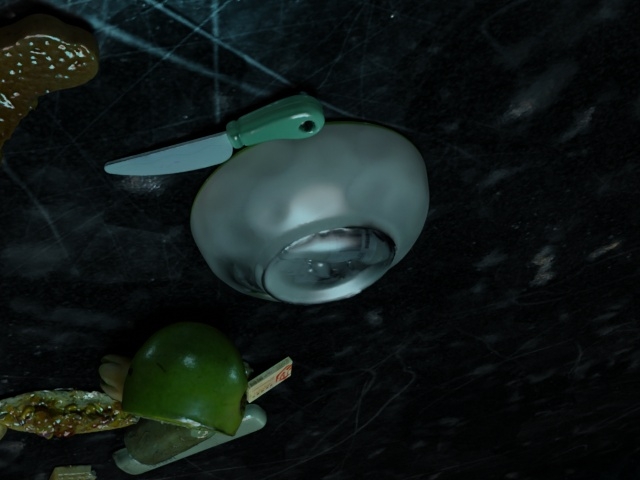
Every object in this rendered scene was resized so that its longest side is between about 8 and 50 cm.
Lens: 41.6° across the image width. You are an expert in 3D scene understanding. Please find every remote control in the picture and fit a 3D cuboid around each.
[{"bbox_3d":[-0.253,0.388,1.639,0.310,0.038,0.090,-22,146,7],"label":"remote control"}]

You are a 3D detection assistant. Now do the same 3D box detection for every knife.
[{"bbox_3d":[-0.120,-0.110,0.968,0.260,0.034,0.063,-16,153,10],"label":"knife"}]

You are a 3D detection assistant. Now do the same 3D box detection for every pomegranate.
[{"bbox_3d":[-0.215,0.208,1.296,0.190,0.159,0.241,22,160,-34],"label":"pomegranate"}]

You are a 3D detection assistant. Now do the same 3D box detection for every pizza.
[{"bbox_3d":[-0.422,0.297,1.409,0.246,0.058,0.127,16,135,-43],"label":"pizza"}]

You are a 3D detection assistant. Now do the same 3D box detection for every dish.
[{"bbox_3d":[0.000,0.000,1.091,0.324,0.124,0.324,-11,147,-8],"label":"dish"}]

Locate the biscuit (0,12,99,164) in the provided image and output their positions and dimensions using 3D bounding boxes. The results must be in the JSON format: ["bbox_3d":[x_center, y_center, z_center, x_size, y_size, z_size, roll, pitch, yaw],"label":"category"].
[{"bbox_3d":[-0.361,-0.128,0.814,0.320,0.047,0.183,-27,148,16],"label":"biscuit"}]

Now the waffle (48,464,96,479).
[{"bbox_3d":[-0.501,0.484,1.691,0.092,0.021,0.135,6,142,-28],"label":"waffle"}]

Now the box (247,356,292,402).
[{"bbox_3d":[-0.091,0.246,1.487,0.093,0.015,0.058,-30,154,-24],"label":"box"}]

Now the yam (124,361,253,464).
[{"bbox_3d":[-0.223,0.305,1.476,0.259,0.106,0.106,-33,144,26],"label":"yam"}]

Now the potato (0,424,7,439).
[{"bbox_3d":[-0.554,0.322,1.388,0.083,0.068,0.062,-33,107,0],"label":"potato"}]
